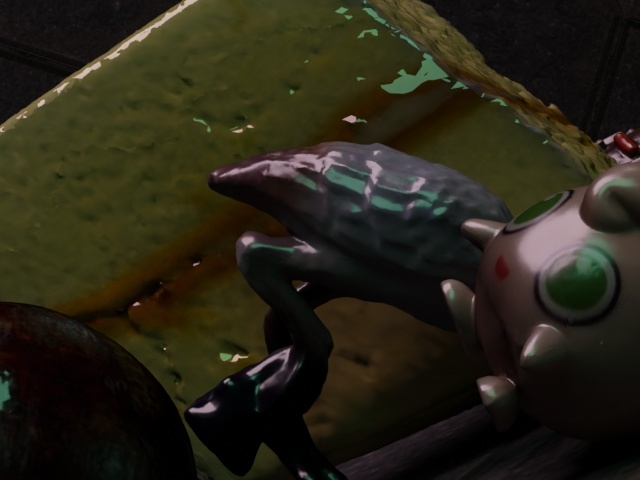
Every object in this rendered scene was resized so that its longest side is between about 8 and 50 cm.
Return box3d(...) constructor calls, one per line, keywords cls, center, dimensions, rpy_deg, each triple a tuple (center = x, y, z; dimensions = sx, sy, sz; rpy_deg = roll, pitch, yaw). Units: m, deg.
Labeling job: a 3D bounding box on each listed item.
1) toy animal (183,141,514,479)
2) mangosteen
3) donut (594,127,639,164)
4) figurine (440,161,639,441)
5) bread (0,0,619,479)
box3d(cls="toy animal", center=(0.070, 0.010, 0.729), dimensions=(0.324, 0.195, 0.090), rpy_deg=(-24, 0, 9))
box3d(cls="mangosteen", center=(-0.179, 0.167, 0.687), dimensions=(0.231, 0.231, 0.289), rpy_deg=(-28, 37, 26))
box3d(cls="donut", center=(0.268, -0.027, 1.219), dimensions=(0.345, 0.136, 0.259), rpy_deg=(-30, -5, 24))
box3d(cls="figurine", center=(0.128, 0.029, 0.620), dimensions=(0.138, 0.125, 0.125), rpy_deg=(-26, -1, 10))
box3d(cls="bread", center=(0.000, 0.000, 0.898), dimensions=(0.405, 0.345, 0.242), rpy_deg=(-39, -17, 9))
